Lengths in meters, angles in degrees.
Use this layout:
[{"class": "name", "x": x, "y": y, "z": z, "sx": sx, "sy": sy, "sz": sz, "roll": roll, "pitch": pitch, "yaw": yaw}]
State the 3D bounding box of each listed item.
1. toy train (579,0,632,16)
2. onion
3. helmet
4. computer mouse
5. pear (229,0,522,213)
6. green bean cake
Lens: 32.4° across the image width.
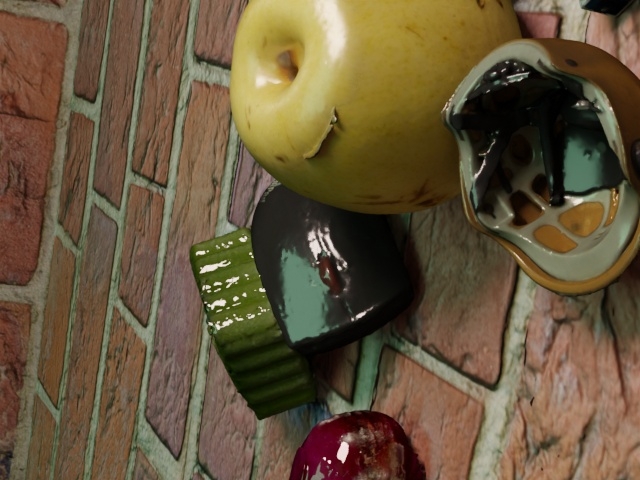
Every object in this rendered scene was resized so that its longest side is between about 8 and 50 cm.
[{"class": "toy train", "x": 0.299, "y": -0.271, "z": 0.941, "sx": 0.207, "sy": 0.043, "sz": 0.047, "roll": -47, "pitch": 42, "yaw": 50}, {"class": "onion", "x": 0.018, "y": 0.272, "z": 1.302, "sx": 0.198, "sy": 0.135, "sz": 0.173, "roll": 34, "pitch": 113, "yaw": 61}, {"class": "helmet", "x": 0.222, "y": -0.077, "z": 0.964, "sx": 0.198, "sy": 0.130, "sz": 0.224, "roll": -21, "pitch": 96, "yaw": 57}, {"class": "computer mouse", "x": 0.000, "y": 0.000, "z": 1.341, "sx": 0.170, "sy": 0.100, "sz": 0.269, "roll": -31, "pitch": 53, "yaw": 12}, {"class": "pear", "x": 0.052, "y": -0.170, "z": 1.121, "sx": 0.309, "sy": 0.309, "sz": 0.309, "roll": -14, "pitch": 74, "yaw": 61}, {"class": "green bean cake", "x": -0.088, "y": 0.110, "z": 1.464, "sx": 0.214, "sy": 0.113, "sz": 0.200, "roll": 70, "pitch": 178, "yaw": -47}]
